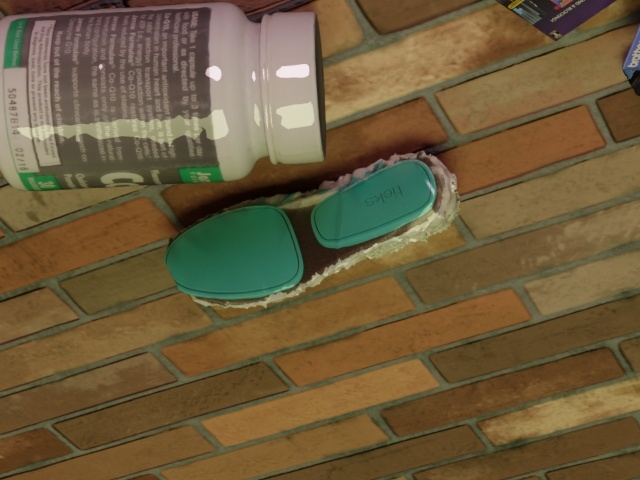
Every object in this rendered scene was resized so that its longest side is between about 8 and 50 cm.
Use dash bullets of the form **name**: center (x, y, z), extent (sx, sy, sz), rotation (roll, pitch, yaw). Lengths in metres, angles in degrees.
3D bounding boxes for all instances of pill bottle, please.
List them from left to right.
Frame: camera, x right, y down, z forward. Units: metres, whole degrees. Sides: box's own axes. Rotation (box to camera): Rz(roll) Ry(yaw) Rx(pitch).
- **pill bottle**: center (-0.179, -0.164, 1.690), extent (0.361, 0.204, 0.204), rotation (-3, 140, 4)

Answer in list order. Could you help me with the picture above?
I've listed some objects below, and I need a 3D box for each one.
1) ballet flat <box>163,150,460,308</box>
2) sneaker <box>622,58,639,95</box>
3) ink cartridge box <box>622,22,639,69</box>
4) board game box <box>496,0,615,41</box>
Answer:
- **ballet flat**: center (0.000, 0.000, 1.952), extent (0.408, 0.147, 0.147), rotation (-16, 137, 19)
- **sneaker**: center (0.449, -0.177, 1.776), extent (0.188, 0.078, 0.067), rotation (11, 139, -14)
- **ink cartridge box**: center (0.505, -0.263, 1.664), extent (0.311, 0.065, 0.186), rotation (-2, 148, -6)
- **board game box**: center (0.270, -0.307, 1.631), extent (0.141, 0.048, 0.170), rotation (28, 139, -28)
